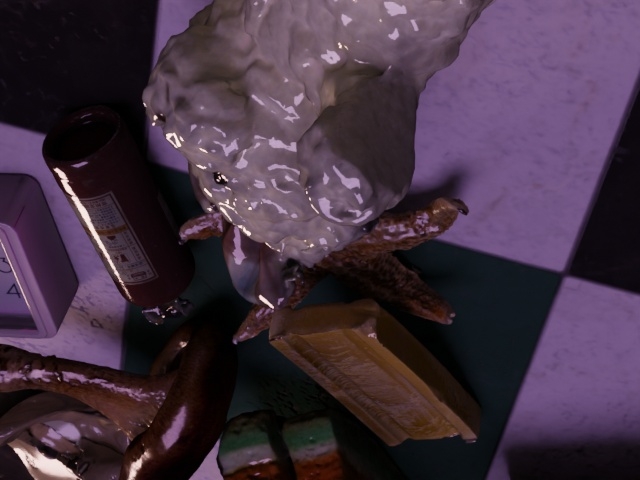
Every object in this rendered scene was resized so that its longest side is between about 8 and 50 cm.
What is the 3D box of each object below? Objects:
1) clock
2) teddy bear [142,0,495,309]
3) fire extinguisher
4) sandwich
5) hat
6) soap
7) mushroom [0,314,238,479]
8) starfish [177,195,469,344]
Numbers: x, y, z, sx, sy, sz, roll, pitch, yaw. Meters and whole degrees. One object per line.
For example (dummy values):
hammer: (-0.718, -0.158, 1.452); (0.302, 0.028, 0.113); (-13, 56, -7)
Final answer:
clock: (-0.325, 0.015, 1.573); (0.197, 0.063, 0.150); (2, 136, 16)
teddy bear: (-0.061, -0.122, 1.163); (0.362, 0.327, 0.375); (-41, 154, 26)
fire extinguisher: (-0.161, -0.009, 1.497); (0.099, 0.071, 0.231); (23, 149, 38)
sandwich: (0.015, 0.266, 1.643); (0.109, 0.212, 0.292); (-21, 114, 17)
hat: (-0.272, 0.181, 1.744); (0.147, 0.085, 0.175); (31, 161, -32)
soap: (0.051, 0.113, 1.519); (0.092, 0.037, 0.252); (-7, 151, 24)
mushroom: (-0.194, 0.130, 1.592); (0.217, 0.148, 0.227); (22, 132, -10)
starfish: (0.000, 0.000, 1.450); (0.236, 0.062, 0.277); (39, 139, -22)
